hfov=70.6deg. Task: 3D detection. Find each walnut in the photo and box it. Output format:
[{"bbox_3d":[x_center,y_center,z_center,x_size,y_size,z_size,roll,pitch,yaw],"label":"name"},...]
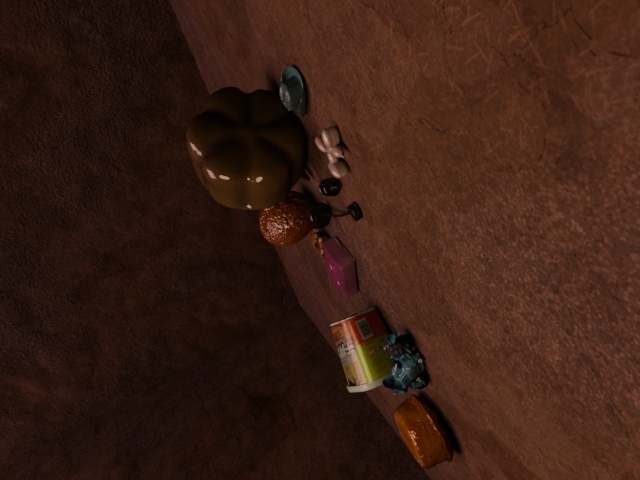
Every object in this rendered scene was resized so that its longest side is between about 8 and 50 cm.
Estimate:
[{"bbox_3d":[0.000,0.000,2.227,0.142,0.069,0.170,59,165,21],"label":"walnut"}]

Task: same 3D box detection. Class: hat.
[{"bbox_3d":[-0.101,-0.502,1.565,0.138,0.078,0.190,54,165,26],"label":"hat"}]

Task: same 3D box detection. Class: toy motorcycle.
[{"bbox_3d":[0.313,0.493,1.781,0.123,0.182,0.272,-117,3,-75],"label":"toy motorcycle"}]

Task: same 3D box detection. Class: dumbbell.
[{"bbox_3d":[0.036,-0.198,1.679,0.069,0.069,0.147,65,167,-12],"label":"dumbbell"}]

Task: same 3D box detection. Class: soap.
[{"bbox_3d":[0.093,0.128,2.098,0.181,0.081,0.259,53,164,36],"label":"soap"}]

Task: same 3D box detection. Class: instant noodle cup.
[{"bbox_3d":[0.201,0.471,2.004,0.294,0.294,0.307,122,128,-75],"label":"instant noodle cup"}]

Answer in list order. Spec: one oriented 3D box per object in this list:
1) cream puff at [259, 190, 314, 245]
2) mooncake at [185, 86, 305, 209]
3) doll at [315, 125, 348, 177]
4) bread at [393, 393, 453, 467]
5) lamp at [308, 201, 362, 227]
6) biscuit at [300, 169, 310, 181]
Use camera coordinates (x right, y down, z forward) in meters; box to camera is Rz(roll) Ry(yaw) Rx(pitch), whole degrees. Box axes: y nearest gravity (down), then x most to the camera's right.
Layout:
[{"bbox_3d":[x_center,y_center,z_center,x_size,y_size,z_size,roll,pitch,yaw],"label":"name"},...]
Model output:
[{"bbox_3d":[-0.161,-0.116,2.109,0.212,0.303,0.303,55,172,-30],"label":"cream puff"},{"bbox_3d":[-0.282,-0.361,1.771,0.466,0.467,0.262,58,160,17],"label":"mooncake"},{"bbox_3d":[0.043,-0.285,1.497,0.159,0.059,0.161,64,166,-4],"label":"doll"},{"bbox_3d":[0.447,0.832,1.967,0.312,0.173,0.312,59,169,19],"label":"bread"},{"bbox_3d":[0.050,-0.086,1.766,0.130,0.109,0.371,63,167,-20],"label":"lamp"},{"bbox_3d":[-0.126,-0.326,1.959,0.206,0.126,0.025,54,126,36],"label":"biscuit"}]
